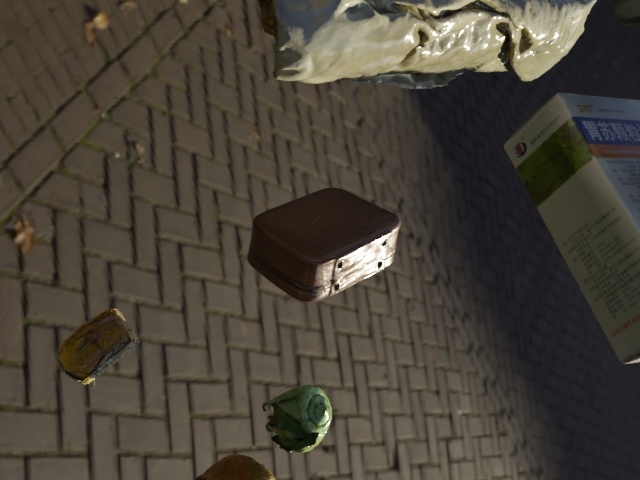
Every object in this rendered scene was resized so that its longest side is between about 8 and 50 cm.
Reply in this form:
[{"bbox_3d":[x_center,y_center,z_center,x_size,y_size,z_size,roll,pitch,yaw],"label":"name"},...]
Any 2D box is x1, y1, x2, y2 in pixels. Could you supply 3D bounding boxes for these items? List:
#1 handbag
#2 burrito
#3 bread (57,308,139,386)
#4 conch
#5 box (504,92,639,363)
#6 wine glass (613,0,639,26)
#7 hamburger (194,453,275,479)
[{"bbox_3d":[0.000,0.000,1.330,0.193,0.151,0.072,-28,138,-44],"label":"handbag"},{"bbox_3d":[0.094,-0.172,0.834,0.392,0.117,0.076,-10,55,-44],"label":"burrito"},{"bbox_3d":[-0.306,0.143,1.364,0.072,0.106,0.053,53,1,25],"label":"bread"},{"bbox_3d":[-0.044,0.274,1.515,0.079,0.170,0.106,34,61,-22],"label":"conch"},{"bbox_3d":[0.367,-0.020,1.149,0.200,0.106,0.299,-2,57,-38],"label":"box"},{"bbox_3d":[0.413,-0.201,1.081,0.222,0.103,0.103,38,49,-30],"label":"wine glass"},{"bbox_3d":[-0.123,0.374,1.562,0.102,0.176,0.087,-52,124,-28],"label":"hamburger"}]
